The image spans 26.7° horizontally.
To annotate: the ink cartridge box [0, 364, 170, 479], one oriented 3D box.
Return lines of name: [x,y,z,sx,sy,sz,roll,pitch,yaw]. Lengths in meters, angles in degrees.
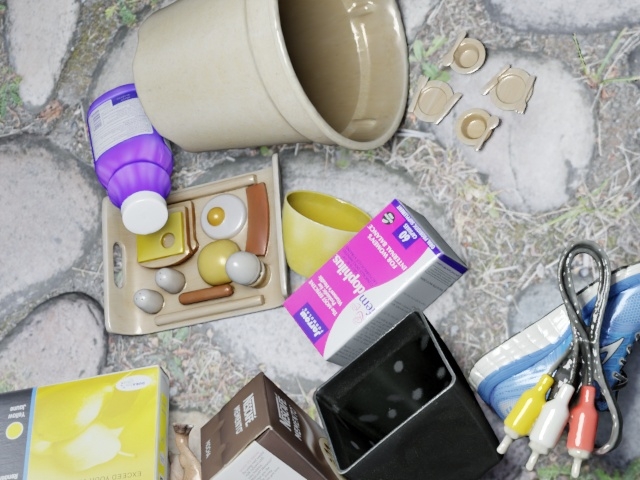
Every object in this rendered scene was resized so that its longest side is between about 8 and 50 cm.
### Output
ink cartridge box: [-0.362,0.341,1.884,0.303,0.072,0.307,-10,52,10]

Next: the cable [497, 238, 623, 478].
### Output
cable: [0.318,0.146,1.635,0.139,0.072,0.287,16,93,15]

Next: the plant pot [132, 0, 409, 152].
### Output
plant pot: [-0.088,-0.264,1.941,0.305,0.334,0.334,-11,71,34]

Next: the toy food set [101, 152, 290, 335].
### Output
toy food set: [-0.188,0.007,2.013,0.306,0.092,0.220,-12,71,21]

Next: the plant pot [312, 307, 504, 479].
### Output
plant pot: [0.127,0.235,1.742,0.188,0.167,0.187,-41,28,9]

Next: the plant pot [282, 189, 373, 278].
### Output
plant pot: [0.000,0.000,1.921,0.134,0.134,0.095,30,114,28]

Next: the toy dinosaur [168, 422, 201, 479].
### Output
toy dinosaur: [-0.128,0.363,1.876,0.295,0.127,0.200,4,84,31]

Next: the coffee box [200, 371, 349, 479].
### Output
coffee box: [-0.009,0.327,1.705,0.119,0.168,0.297,-43,108,9]

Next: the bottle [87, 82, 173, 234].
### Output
bottle: [-0.282,-0.122,2.038,0.118,0.092,0.283,-26,42,5]

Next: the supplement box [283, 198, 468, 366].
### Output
supplement box: [0.075,0.064,1.867,0.220,0.114,0.111,-44,64,10]

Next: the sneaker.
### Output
sneaker: [0.359,0.136,1.727,0.330,0.130,0.147,-37,78,15]

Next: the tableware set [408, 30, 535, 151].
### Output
tableware set: [0.214,-0.210,1.930,0.168,0.020,0.141,37,93,28]
